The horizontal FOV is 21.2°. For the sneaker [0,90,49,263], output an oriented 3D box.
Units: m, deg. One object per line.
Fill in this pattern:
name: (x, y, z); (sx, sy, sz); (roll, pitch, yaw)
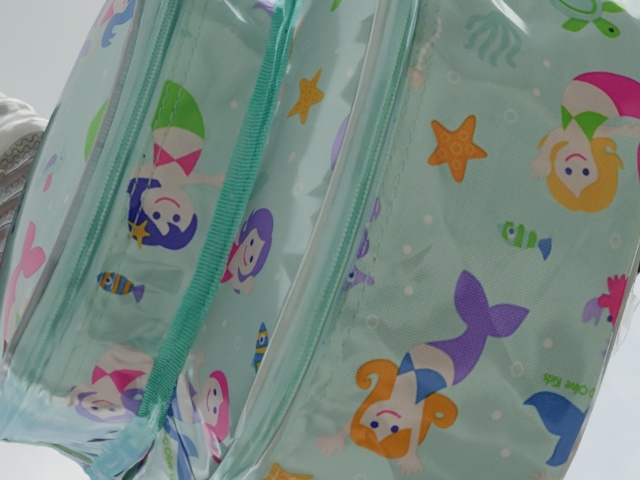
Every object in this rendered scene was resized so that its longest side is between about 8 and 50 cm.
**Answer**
sneaker: (-0.215, 0.021, 0.857); (0.115, 0.105, 0.281); (44, -58, 19)

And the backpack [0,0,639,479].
backpack: (0.000, 0.000, 0.555); (0.191, 0.253, 0.225); (22, -105, -17)
